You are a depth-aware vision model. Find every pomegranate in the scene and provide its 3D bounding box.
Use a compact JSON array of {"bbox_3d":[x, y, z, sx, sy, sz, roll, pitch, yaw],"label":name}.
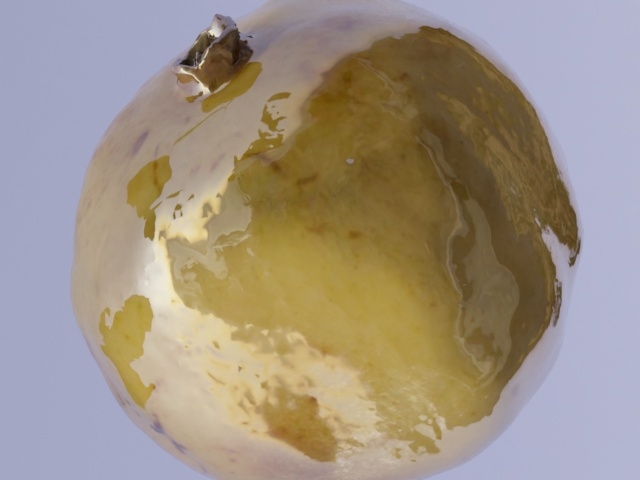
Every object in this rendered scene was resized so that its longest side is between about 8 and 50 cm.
[{"bbox_3d":[0.000,0.000,0.973,0.332,0.332,0.332,4,-97,-30],"label":"pomegranate"}]
